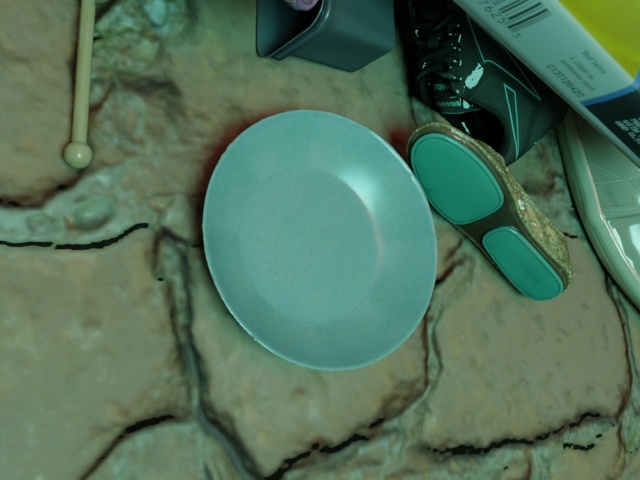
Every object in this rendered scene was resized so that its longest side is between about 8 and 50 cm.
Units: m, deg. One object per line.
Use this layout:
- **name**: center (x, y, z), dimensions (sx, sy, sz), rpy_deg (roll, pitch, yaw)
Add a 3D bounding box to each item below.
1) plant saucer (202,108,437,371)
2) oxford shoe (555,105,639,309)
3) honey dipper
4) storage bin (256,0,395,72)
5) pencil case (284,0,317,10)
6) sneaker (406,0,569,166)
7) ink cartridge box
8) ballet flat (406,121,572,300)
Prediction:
- **plant saucer**: center (0.000, 0.000, 0.488), dimensions (0.195, 0.037, 0.194), rpy_deg (7, 74, -27)
- **oxford shoe**: center (0.333, -0.107, 0.650), dimensions (0.169, 0.130, 0.449), rpy_deg (-18, 88, -33)
- **honey dipper**: center (-0.158, -0.126, 0.436), dimensions (0.031, 0.030, 0.160), rpy_deg (7, 76, -28)
- **storage bin**: center (0.014, -0.206, 0.520), dimensions (0.091, 0.098, 0.135), rpy_deg (10, 73, -38)
- **pencil case**: center (-0.110, -0.239, 0.393), dimensions (0.284, 0.124, 0.124), rpy_deg (21, 67, -1)
- **sneaker**: center (0.125, -0.173, 0.545), dimensions (0.106, 0.101, 0.267), rpy_deg (-48, 119, -16)
- **ink cartridge box**: center (0.223, -0.255, 0.501), dimensions (0.304, 0.072, 0.307), rpy_deg (29, 72, -26)
- **ballet flat**: center (0.147, -0.033, 0.562), dimensions (0.206, 0.073, 0.067), rpy_deg (48, 44, -24)
